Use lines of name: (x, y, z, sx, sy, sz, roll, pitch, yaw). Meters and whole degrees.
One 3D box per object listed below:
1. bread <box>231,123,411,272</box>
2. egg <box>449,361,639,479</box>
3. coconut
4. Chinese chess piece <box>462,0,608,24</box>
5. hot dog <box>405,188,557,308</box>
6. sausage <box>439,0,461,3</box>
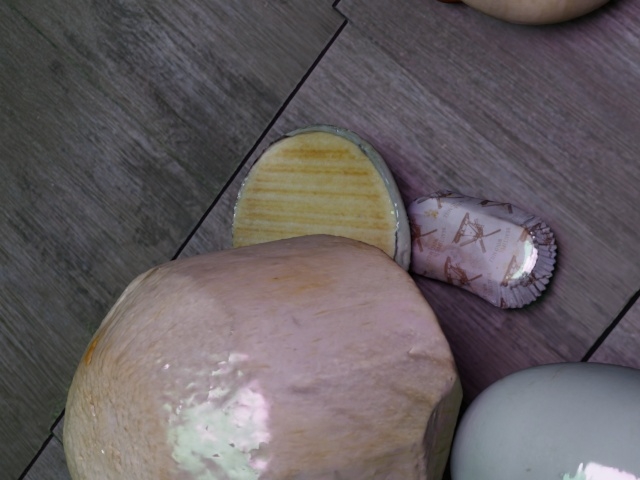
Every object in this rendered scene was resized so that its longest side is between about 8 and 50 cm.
bread: (0.000, 0.000, 1.561, 0.267, 0.040, 0.267, 1, 92, 40)
egg: (0.298, 0.240, 1.284, 0.371, 0.230, 0.230, 16, 91, 26)
coconut: (-0.032, 0.174, 1.363, 0.415, 0.415, 0.345, 4, 99, 29)
Chinese chess piece: (0.226, -0.353, 1.429, 0.257, 0.104, 0.257, 0, 78, 2)
hot dog: (0.168, 0.005, 1.486, 0.191, 0.059, 0.108, 21, 84, 34)
sausage: (0.058, -0.381, 1.579, 0.348, 0.094, 0.097, 37, 94, 28)
